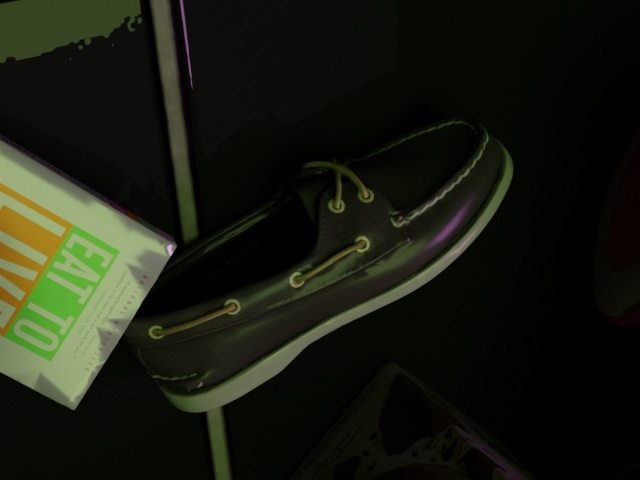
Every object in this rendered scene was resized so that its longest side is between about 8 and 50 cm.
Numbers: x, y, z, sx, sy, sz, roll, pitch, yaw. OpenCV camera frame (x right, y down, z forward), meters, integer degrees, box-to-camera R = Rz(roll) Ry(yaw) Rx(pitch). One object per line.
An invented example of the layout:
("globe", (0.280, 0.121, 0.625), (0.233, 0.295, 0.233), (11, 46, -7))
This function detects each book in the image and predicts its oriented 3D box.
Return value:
("book", (-0.154, 0.003, 0.571), (0.144, 0.035, 0.096), (31, 96, -19))

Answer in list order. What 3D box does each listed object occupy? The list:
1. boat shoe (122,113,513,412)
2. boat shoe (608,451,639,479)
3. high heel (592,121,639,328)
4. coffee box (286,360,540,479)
("boat shoe", (0.000, 0.000, 0.637), (0.228, 0.081, 0.068), (-36, 129, -5))
("boat shoe", (0.237, 0.188, 0.867), (0.227, 0.079, 0.081), (9, 99, -36))
("high heel", (0.323, -0.073, 0.741), (0.181, 0.127, 0.377), (37, 90, -25))
("coffee box", (0.088, 0.220, 0.659), (0.168, 0.297, 0.119), (-51, 126, 2))
